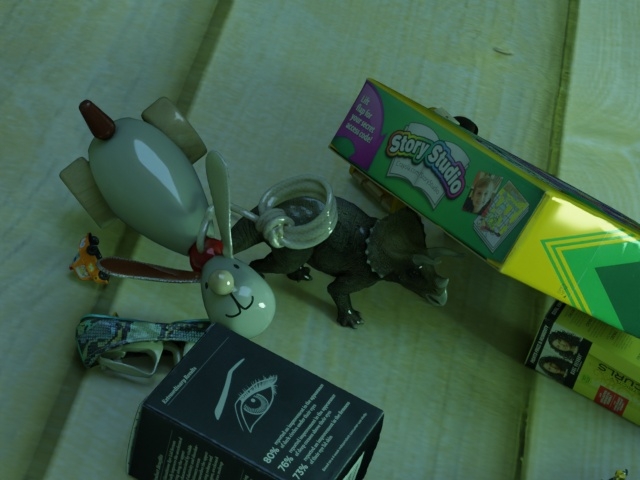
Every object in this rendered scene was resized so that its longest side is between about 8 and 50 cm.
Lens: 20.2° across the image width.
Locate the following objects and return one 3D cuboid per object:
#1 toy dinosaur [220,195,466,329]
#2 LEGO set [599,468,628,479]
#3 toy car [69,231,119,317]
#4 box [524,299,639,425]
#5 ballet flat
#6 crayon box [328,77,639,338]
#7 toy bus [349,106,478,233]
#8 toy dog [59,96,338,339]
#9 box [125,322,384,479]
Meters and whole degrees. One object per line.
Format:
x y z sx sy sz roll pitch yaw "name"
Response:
0.000 0.000 2.007 0.313 0.160 0.121 20 40 3 "toy dinosaur"
0.362 0.311 1.745 0.331 0.192 0.255 0 43 -19 "LEGO set"
-0.252 0.046 1.955 0.040 0.060 0.122 -21 37 5 "toy car"
0.350 0.152 2.009 0.232 0.087 0.058 28 44 12 "box"
-0.166 0.116 1.906 0.188 0.070 0.070 2 42 -14 "ballet flat"
0.226 -0.024 1.969 0.313 0.106 0.363 23 9 -36 "crayon box"
0.138 -0.112 2.224 0.191 0.104 0.202 13 40 -5 "toy bus"
-0.166 -0.047 1.918 0.333 0.161 0.220 24 74 34 "toy dog"
-0.066 0.201 1.795 0.207 0.108 0.153 28 42 14 "box"
